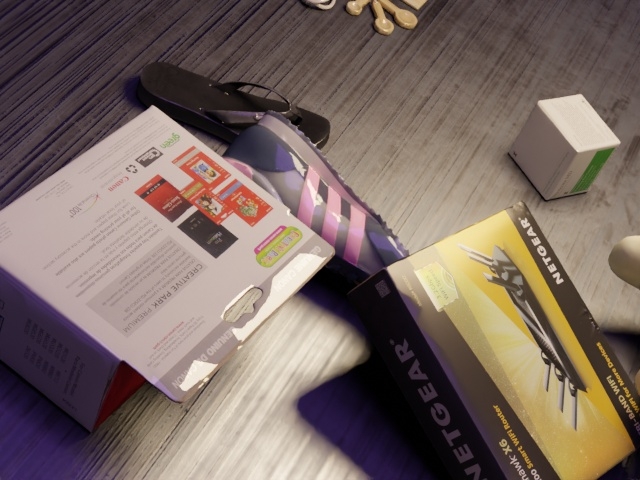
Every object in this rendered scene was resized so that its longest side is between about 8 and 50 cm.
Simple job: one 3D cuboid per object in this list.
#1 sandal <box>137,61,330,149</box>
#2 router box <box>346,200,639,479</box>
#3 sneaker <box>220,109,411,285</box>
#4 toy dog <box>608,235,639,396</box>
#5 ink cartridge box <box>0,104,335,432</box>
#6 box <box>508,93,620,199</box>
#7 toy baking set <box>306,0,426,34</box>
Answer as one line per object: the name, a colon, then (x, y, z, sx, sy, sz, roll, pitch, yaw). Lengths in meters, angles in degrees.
sandal: (-0.106, -0.168, 1.671, 0.255, 0.054, 0.097, 16, 44, -11)
router box: (0.205, 0.135, 1.447, 0.243, 0.081, 0.308, -25, 81, -40)
sneaker: (0.000, 0.000, 1.550, 0.131, 0.112, 0.319, -41, 78, -13)
toy dog: (0.523, 0.184, 1.499, 0.395, 0.285, 0.407, 40, 39, -35)
ink cartridge box: (-0.180, 0.041, 1.380, 0.272, 0.130, 0.309, 37, 44, 10)
box: (0.334, -0.129, 1.811, 0.087, 0.101, 0.102, -11, 55, -33)
toy baking set: (0.050, -0.397, 1.984, 0.256, 0.030, 0.196, 18, 44, -9)
